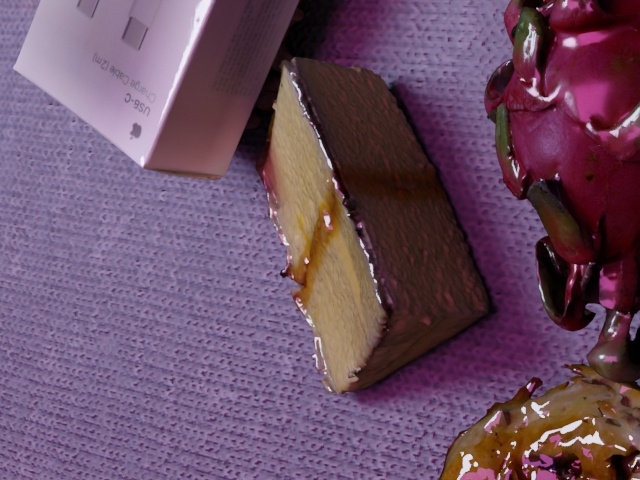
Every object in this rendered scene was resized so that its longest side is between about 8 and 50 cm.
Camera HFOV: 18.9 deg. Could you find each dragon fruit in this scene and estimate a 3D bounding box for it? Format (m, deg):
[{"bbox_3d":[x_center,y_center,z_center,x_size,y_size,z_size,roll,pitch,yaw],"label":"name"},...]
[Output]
[{"bbox_3d":[0.209,-0.068,1.297,0.218,0.198,0.272,14,120,16],"label":"dragon fruit"}]

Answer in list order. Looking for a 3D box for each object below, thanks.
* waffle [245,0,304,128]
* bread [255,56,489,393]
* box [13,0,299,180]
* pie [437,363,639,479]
[{"bbox_3d":[-0.104,-0.189,1.688,0.234,0.055,0.221,-4,85,41],"label":"waffle"},{"bbox_3d":[0.000,0.000,1.510,0.178,0.135,0.240,-38,63,34],"label":"bread"},{"bbox_3d":[-0.124,-0.206,1.606,0.203,0.106,0.251,36,110,38],"label":"box"},{"bbox_3d":[0.184,0.237,1.342,0.308,0.085,0.308,-7,80,42],"label":"pie"}]
